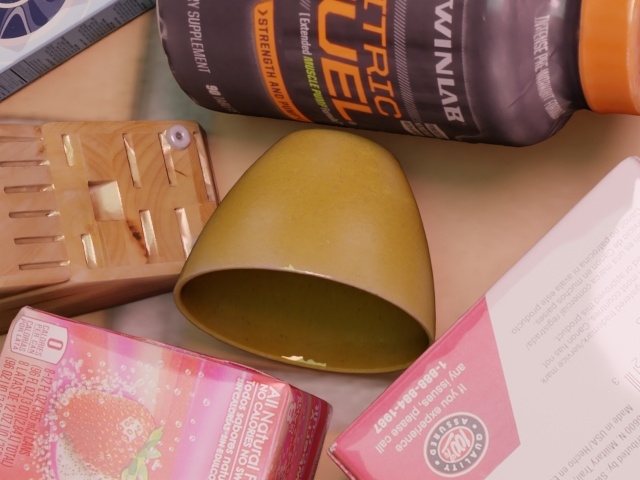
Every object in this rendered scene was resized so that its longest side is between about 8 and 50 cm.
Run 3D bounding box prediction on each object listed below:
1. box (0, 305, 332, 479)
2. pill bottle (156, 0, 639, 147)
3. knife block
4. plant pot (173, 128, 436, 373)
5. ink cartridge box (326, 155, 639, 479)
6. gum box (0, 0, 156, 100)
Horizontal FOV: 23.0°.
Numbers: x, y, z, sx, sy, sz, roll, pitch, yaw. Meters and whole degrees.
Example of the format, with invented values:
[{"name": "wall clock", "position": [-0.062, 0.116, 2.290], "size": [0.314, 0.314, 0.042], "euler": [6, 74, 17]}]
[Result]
[{"name": "box", "position": [-0.108, 0.198, 0.773], "size": [0.142, 0.154, 0.300], "euler": [15, 82, 11]}, {"name": "pill bottle", "position": [0.052, -0.117, 0.782], "size": [0.245, 0.130, 0.130], "euler": [8, 82, 27]}, {"name": "knife block", "position": [-0.220, 0.014, 0.866], "size": [0.275, 0.242, 0.088], "euler": [-5, 77, -38]}, {"name": "plant pot", "position": [0.000, 0.000, 0.810], "size": [0.134, 0.134, 0.095], "euler": [8, 66, 10]}, {"name": "ink cartridge box", "position": [0.176, 0.135, 0.758], "size": [0.207, 0.117, 0.283], "euler": [-44, 77, -1]}, {"name": "gum box", "position": [-0.187, -0.170, 0.902], "size": [0.184, 0.041, 0.157], "euler": [-32, 78, 1]}]
